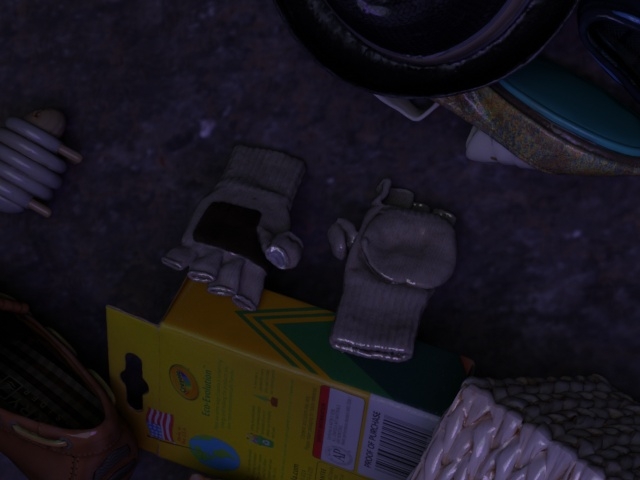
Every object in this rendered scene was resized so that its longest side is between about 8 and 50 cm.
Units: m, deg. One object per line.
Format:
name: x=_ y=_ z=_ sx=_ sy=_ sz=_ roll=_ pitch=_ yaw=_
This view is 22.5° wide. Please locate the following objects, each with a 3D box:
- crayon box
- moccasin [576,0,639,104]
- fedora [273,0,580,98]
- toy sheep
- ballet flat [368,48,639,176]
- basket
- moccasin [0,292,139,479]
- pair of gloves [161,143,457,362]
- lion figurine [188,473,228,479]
crayon box: x=-0.033 y=0.144 z=1.447 sx=0.318 sy=0.081 sz=0.202 roll=19 pitch=138 yaw=10
moccasin: x=0.341 y=-0.088 z=1.351 sx=0.342 sy=0.117 sz=0.138 roll=37 pitch=131 yaw=2
fedora: x=0.069 y=-0.281 z=1.286 sx=0.334 sy=0.152 sz=0.334 roll=1 pitch=94 yaw=16
toy sheep: x=-0.283 y=-0.068 z=1.534 sx=0.091 sy=0.091 sz=0.132 roll=27 pitch=82 yaw=9
ballet flat: x=0.131 y=-0.136 z=1.428 sx=0.348 sy=0.123 sz=0.123 roll=34 pitch=102 yaw=7
basket: x=0.208 y=0.309 z=1.317 sx=0.266 sy=0.328 sz=0.331 roll=33 pitch=103 yaw=29
moccasin: x=-0.324 y=0.098 z=1.489 sx=0.380 sy=0.139 sz=0.147 roll=39 pitch=148 yaw=30
pair of gloves: x=0.000 y=0.000 z=1.425 sx=0.240 sy=0.204 sz=0.042 roll=19 pitch=135 yaw=10
lion figurine: x=-0.101 y=0.414 z=1.474 sx=0.240 sy=0.142 sz=0.392 roll=22 pitch=95 yaw=-24
